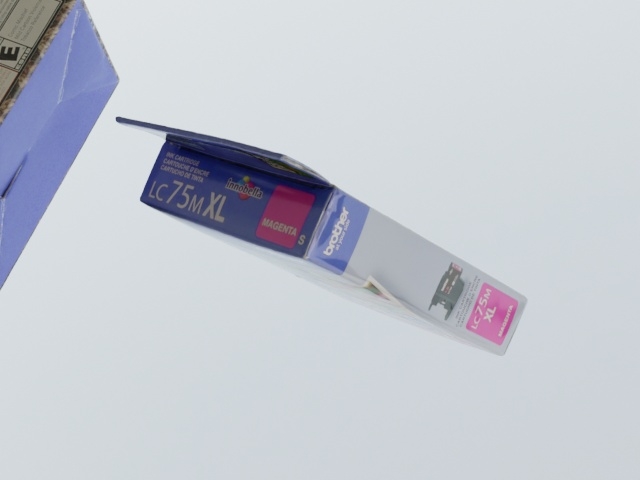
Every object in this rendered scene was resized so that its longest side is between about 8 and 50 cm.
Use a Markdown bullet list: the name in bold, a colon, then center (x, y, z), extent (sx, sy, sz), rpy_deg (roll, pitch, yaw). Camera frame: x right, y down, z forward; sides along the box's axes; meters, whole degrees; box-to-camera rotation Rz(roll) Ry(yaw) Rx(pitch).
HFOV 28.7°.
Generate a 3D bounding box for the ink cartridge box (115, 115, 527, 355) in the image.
- **ink cartridge box**: center (0.000, 0.000, 0.942), extent (0.185, 0.311, 0.065), rpy_deg (18, -99, 43)

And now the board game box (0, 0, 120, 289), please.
- **board game box**: center (-0.355, -0.120, 1.022), extent (0.291, 0.141, 0.232), rpy_deg (22, -110, 14)
